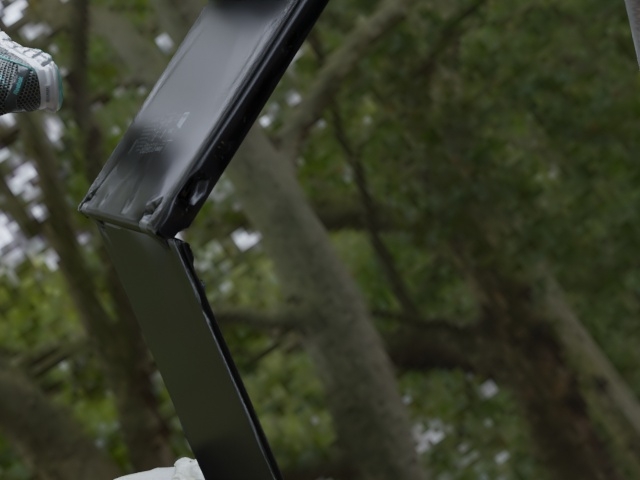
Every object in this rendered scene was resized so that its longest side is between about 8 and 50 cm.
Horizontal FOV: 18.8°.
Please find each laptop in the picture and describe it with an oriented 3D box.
[{"bbox_3d":[0.000,0.000,1.145,0.408,0.236,0.382,-58,13,-5],"label":"laptop"}]

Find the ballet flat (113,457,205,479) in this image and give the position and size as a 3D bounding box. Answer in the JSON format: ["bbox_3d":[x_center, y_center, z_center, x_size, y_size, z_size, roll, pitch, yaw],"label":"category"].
[{"bbox_3d":[-0.136,0.255,1.637,0.147,0.147,0.409,-31,-6,-15],"label":"ballet flat"}]

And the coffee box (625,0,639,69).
[{"bbox_3d":[0.272,-0.186,0.580,0.334,0.338,0.338,-1,-37,18],"label":"coffee box"}]

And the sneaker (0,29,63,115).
[{"bbox_3d":[-0.292,-0.144,1.630,0.076,0.166,0.065,-23,-58,-38],"label":"sneaker"}]
